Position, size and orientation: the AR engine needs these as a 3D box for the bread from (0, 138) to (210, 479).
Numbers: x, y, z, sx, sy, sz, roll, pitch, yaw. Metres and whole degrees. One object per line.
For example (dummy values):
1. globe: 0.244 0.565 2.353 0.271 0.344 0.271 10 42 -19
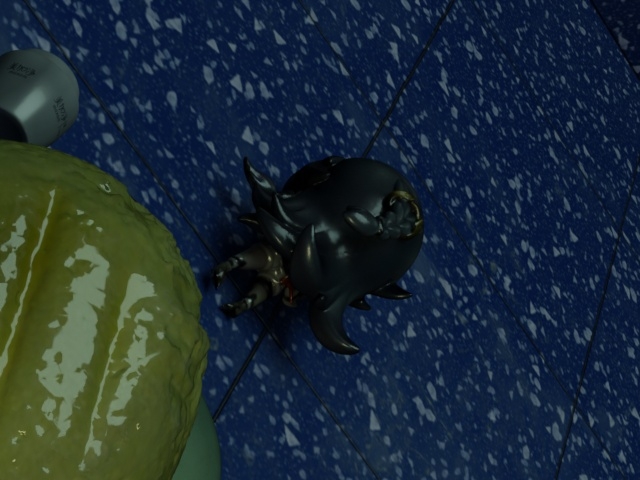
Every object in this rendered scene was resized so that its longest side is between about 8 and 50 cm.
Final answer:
1. bread: -0.234 0.089 1.117 0.237 0.320 0.320 103 -24 -66

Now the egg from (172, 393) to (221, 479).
1. egg: -0.174 0.162 1.314 0.168 0.168 0.231 -17 79 -60

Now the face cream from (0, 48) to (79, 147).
1. face cream: -0.272 -0.123 1.454 0.091 0.091 0.095 53 39 -19

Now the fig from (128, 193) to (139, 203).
1. fig: -0.226 0.040 1.399 0.146 0.134 0.201 38 52 10

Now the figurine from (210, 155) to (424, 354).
1. figurine: 0.009 0.003 1.734 0.265 0.197 0.175 -64 158 -57
